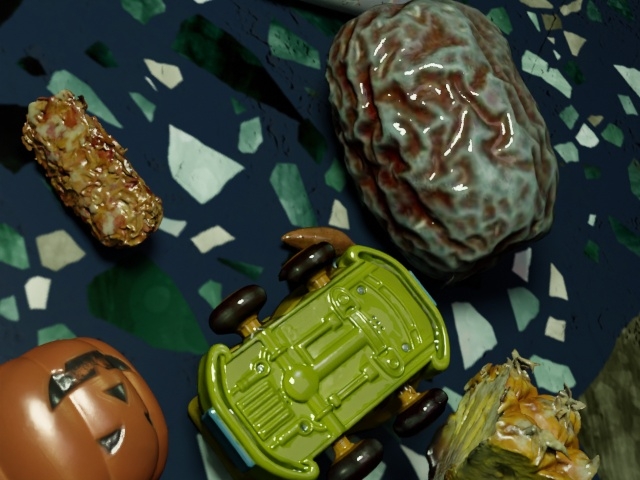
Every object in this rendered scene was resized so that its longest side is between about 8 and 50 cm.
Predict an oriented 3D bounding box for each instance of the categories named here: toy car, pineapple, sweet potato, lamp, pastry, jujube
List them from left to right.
[{"bbox_3d":[-0.207,0.171,0.848,0.187,0.187,0.164,-29,82,-39],"label":"lamp"},{"bbox_3d":[-0.212,-0.065,1.042,0.169,0.087,0.063,55,17,5],"label":"pastry"},{"bbox_3d":[-0.006,0.124,1.025,0.248,0.142,0.200,-31,83,-29],"label":"toy car"},{"bbox_3d":[0.000,0.000,1.167,0.095,0.034,0.034,10,60,-28],"label":"sweet potato"},{"bbox_3d":[0.132,-0.113,1.205,0.226,0.226,0.317,-12,77,-36],"label":"jujube"},{"bbox_3d":[0.179,0.210,1.091,0.114,0.236,0.186,37,90,-3],"label":"pineapple"}]

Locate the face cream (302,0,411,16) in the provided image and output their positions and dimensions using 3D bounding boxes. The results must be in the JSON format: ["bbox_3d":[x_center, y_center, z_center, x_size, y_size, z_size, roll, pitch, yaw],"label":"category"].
[{"bbox_3d":[0.034,-0.313,1.334,0.229,0.075,0.075,9,60,-28],"label":"face cream"}]
